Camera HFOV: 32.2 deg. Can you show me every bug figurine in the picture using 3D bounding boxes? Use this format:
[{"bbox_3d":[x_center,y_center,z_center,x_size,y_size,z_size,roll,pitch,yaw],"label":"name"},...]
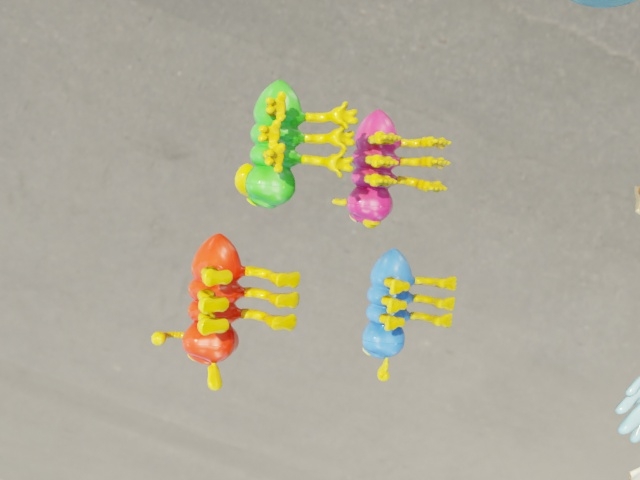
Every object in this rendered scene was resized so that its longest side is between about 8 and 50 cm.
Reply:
[{"bbox_3d":[0.000,0.000,0.817,0.072,0.216,0.279,12,-176,42],"label":"bug figurine"}]

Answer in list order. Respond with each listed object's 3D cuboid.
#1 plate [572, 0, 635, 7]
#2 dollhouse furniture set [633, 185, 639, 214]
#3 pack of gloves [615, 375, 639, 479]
[{"bbox_3d":[0.402,-0.403,1.581,0.188,0.024,0.188,13,143,10],"label":"plate"},{"bbox_3d":[0.679,-0.115,1.804,0.259,0.135,0.262,31,120,-5],"label":"dollhouse furniture set"},{"bbox_3d":[0.430,0.189,1.170,0.232,0.046,0.195,-28,118,-4],"label":"pack of gloves"}]
